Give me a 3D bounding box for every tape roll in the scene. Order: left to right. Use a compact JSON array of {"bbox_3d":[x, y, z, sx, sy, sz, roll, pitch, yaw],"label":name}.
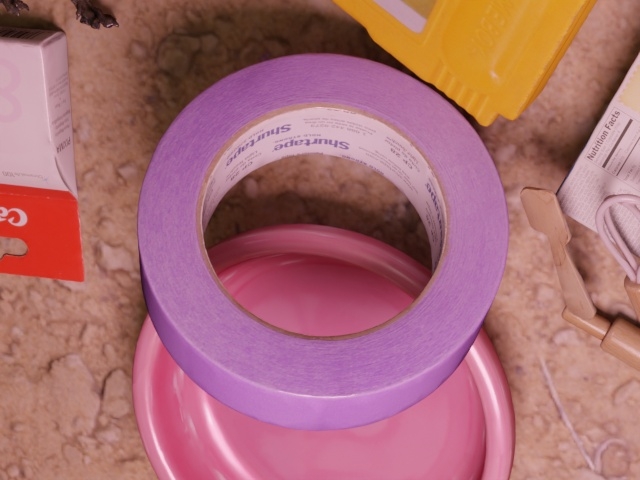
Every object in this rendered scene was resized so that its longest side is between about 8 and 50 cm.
[{"bbox_3d":[0.000,0.000,1.368,0.274,0.275,0.090,29,159,8],"label":"tape roll"}]

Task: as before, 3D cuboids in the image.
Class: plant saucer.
[{"bbox_3d":[0.007,0.136,1.522,0.332,0.084,0.332,7,112,18],"label":"plant saucer"}]

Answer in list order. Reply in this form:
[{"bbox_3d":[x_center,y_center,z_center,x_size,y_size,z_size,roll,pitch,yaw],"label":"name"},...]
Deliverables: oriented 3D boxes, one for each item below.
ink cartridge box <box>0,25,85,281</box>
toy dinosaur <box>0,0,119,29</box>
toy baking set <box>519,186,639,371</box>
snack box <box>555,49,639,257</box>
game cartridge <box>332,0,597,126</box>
[{"bbox_3d":[-0.304,-0.072,1.578,0.189,0.066,0.232,6,108,19],"label":"ink cartridge box"},{"bbox_3d":[-0.214,-0.238,1.476,0.268,0.064,0.118,14,108,18],"label":"toy dinosaur"},{"bbox_3d":[0.259,0.044,1.368,0.256,0.030,0.197,28,149,11],"label":"toy baking set"},{"bbox_3d":[0.317,-0.105,1.291,0.187,0.060,0.322,32,128,7],"label":"snack box"},{"bbox_3d":[0.058,-0.253,1.277,0.323,0.052,0.285,41,148,11],"label":"game cartridge"}]
